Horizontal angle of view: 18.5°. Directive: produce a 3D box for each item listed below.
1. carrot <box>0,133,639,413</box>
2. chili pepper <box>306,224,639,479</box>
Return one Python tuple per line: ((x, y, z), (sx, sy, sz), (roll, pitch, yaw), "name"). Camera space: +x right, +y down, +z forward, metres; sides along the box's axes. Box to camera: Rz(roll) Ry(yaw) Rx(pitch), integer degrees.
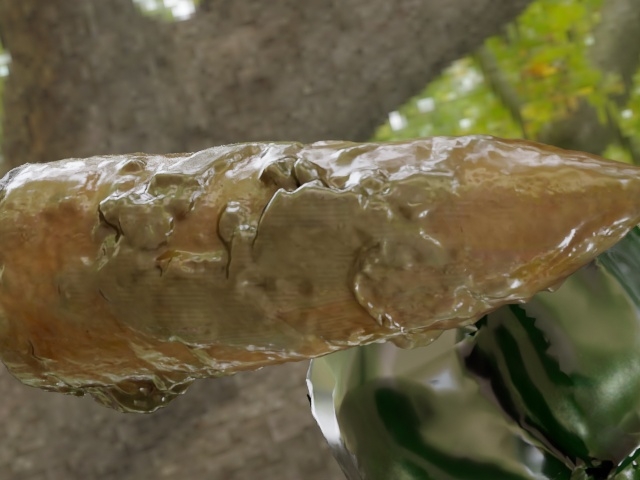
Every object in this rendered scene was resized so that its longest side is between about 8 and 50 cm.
((0.000, 0.000, 0.701), (0.263, 0.102, 0.102), (-8, -81, 29), "carrot")
((0.112, 0.096, 0.878), (0.261, 0.174, 0.165), (53, 2, 18), "chili pepper")
